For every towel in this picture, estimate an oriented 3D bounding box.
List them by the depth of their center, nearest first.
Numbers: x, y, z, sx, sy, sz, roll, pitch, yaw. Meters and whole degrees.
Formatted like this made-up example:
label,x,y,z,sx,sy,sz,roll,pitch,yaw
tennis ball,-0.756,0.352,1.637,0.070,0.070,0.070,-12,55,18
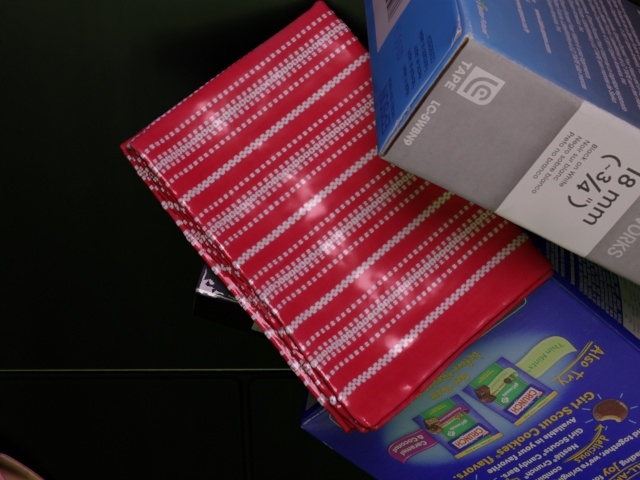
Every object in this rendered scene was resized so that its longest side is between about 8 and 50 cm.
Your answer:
label,x,y,z,sx,sy,sz,roll,pitch,yaw
towel,0.014,-0.021,0.942,0.199,0.031,0.275,-37,81,-16

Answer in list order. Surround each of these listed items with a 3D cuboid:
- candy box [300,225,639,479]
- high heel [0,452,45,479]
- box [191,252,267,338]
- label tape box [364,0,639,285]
label,x,y,z,sx,sy,sz,roll,pitch,yaw
candy box,0.189,0.143,1.126,0.317,0.122,0.268,39,124,-19
high heel,-0.231,0.286,1.276,0.244,0.082,0.117,28,125,-7
box,0.000,0.000,1.000,0.156,0.158,0.093,19,164,-3
label tape box,0.199,-0.085,0.912,0.333,0.241,0.106,25,121,-17
